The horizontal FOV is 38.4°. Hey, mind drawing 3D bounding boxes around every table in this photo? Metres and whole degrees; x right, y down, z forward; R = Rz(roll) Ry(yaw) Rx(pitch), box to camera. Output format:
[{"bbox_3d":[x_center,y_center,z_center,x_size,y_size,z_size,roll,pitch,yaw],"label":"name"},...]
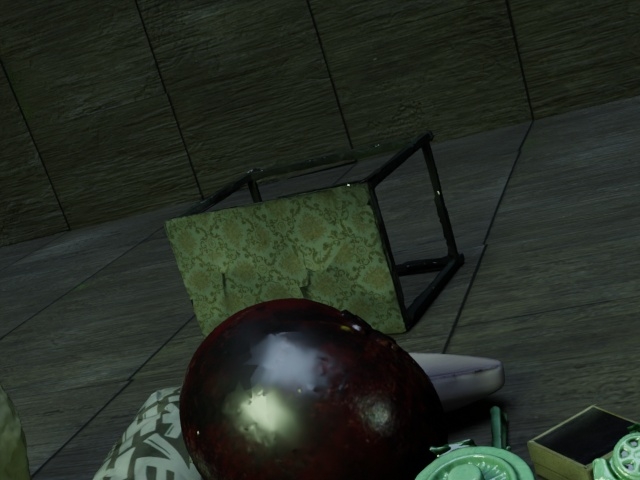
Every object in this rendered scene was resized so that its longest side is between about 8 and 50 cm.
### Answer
[{"bbox_3d":[0.000,0.000,1.390,0.335,0.222,0.272,-9,16,29],"label":"table"}]

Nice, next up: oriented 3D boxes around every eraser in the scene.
[{"bbox_3d":[0.074,0.163,0.973,0.243,0.059,0.204,-8,3,20],"label":"eraser"}]

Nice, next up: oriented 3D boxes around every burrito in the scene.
[{"bbox_3d":[-0.169,0.253,0.859,0.139,0.101,0.445,-16,13,12],"label":"burrito"}]

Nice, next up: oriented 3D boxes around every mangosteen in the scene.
[{"bbox_3d":[-0.025,0.183,0.783,0.261,0.235,0.235,-56,15,4],"label":"mangosteen"}]

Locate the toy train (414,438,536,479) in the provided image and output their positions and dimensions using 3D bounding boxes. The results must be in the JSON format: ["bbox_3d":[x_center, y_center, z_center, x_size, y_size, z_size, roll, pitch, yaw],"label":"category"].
[{"bbox_3d":[0.019,0.255,0.551,0.369,0.150,0.237,-16,22,7],"label":"toy train"}]

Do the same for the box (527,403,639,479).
[{"bbox_3d":[0.233,0.180,0.787,0.079,0.035,0.083,-23,15,-22],"label":"box"}]

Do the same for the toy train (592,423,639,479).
[{"bbox_3d":[0.254,0.186,0.649,0.149,0.099,0.081,-3,52,24],"label":"toy train"}]

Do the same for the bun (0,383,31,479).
[{"bbox_3d":[-0.409,0.234,0.836,0.213,0.361,0.361,16,27,22],"label":"bun"}]

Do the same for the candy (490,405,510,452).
[{"bbox_3d":[0.151,0.195,0.794,0.077,0.073,0.262,-42,1,15],"label":"candy"}]
